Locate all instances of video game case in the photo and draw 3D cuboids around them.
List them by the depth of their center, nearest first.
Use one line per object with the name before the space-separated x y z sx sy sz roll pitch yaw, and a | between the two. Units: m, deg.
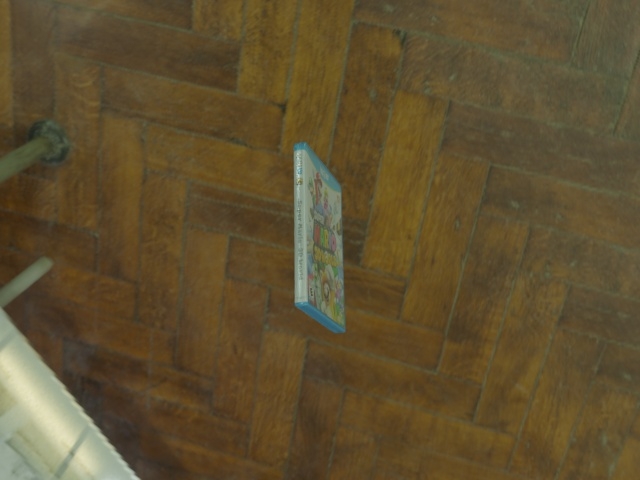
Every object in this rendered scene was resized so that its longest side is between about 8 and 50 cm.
video game case | 0.000 0.000 0.833 0.015 0.119 0.166 -8 69 18
